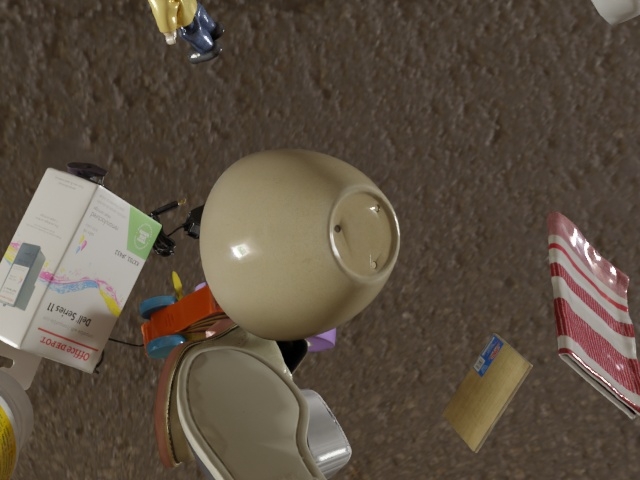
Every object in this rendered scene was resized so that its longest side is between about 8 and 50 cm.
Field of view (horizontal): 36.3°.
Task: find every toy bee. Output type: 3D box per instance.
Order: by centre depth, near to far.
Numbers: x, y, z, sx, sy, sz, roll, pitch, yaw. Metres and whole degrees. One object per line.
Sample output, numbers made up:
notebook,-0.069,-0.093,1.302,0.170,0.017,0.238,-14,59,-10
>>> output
toy bee,-0.264,0.153,1.744,0.298,0.162,0.195,-1,77,28

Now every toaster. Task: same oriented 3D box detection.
toaster,-0.040,0.386,1.872,0.146,0.129,0.227,-4,52,-50

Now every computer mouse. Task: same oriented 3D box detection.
computer mouse,-0.231,-0.047,1.975,0.262,0.060,0.184,-29,32,-15

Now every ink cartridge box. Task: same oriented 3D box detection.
ink cartridge box,-0.423,0.086,1.596,0.119,0.207,0.353,20,81,27

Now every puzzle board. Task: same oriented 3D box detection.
puzzle board,0.207,0.189,1.218,0.011,0.096,0.128,28,99,-24

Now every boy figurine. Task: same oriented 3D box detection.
boy figurine,-0.297,-0.467,1.923,0.092,0.285,0.177,-15,56,26

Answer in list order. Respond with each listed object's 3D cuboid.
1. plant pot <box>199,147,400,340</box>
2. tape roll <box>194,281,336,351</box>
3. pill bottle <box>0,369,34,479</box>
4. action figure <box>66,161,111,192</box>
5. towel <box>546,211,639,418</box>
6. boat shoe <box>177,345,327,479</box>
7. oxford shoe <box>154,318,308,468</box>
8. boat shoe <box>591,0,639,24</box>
plant pot,0.000,0.000,1.373,0.284,0.191,0.284,4,83,-38
tape roll,-0.106,0.147,1.859,0.275,0.275,0.090,7,75,-9
pill bottle,-0.489,0.272,1.195,0.188,0.334,0.188,2,102,9
action figure,-0.471,0.000,1.880,0.099,0.285,0.185,15,28,-8
towel,0.486,0.125,1.730,0.237,0.037,0.329,38,39,-27
boat shoe,-0.033,0.135,0.532,0.075,0.065,0.206,-4,32,-25
oxford shoe,-0.123,0.202,1.415,0.146,0.397,0.140,-3,107,15
boat shoe,0.196,-0.236,0.571,0.096,0.088,0.267,47,44,-31
